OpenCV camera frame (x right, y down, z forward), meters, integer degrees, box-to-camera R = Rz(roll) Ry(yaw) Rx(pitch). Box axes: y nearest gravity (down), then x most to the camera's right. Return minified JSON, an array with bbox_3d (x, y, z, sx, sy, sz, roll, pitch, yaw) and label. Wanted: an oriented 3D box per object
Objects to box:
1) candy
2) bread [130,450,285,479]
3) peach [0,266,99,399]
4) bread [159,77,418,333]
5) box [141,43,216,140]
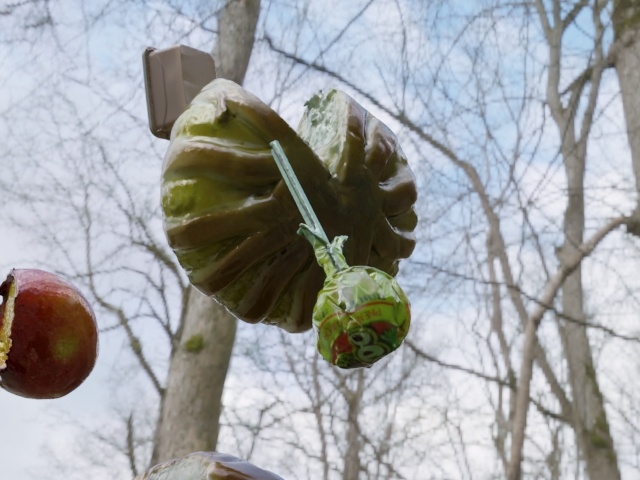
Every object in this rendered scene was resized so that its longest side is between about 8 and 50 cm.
[{"bbox_3d":[0.002,0.001,0.819,0.077,0.262,0.073,-12,-44,-15],"label":"candy"},{"bbox_3d":[-0.120,0.378,1.115,0.250,0.225,0.279,44,-41,-20],"label":"bread"},{"bbox_3d":[-0.485,0.156,1.640,0.196,0.190,0.226,-13,-58,22],"label":"peach"},{"bbox_3d":[-0.022,-0.042,1.126,0.333,0.333,0.160,32,-20,-27],"label":"bread"},{"bbox_3d":[-0.176,-0.192,1.245,0.062,0.122,0.089,-13,-10,30],"label":"box"}]
